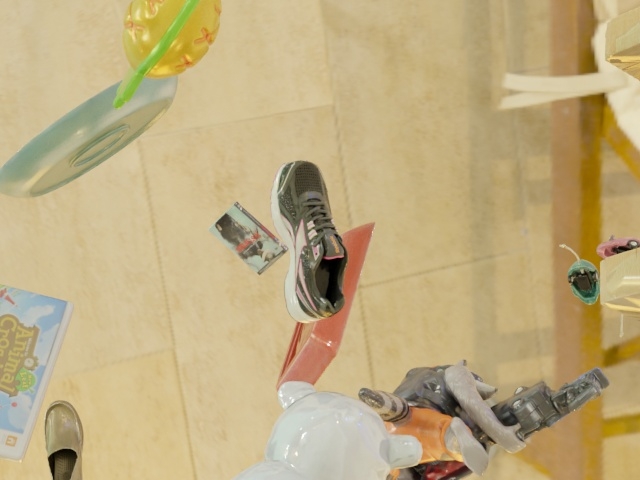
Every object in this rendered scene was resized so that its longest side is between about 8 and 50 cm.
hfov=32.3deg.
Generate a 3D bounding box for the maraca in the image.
[{"bbox_3d":[-0.178,-0.227,1.234,0.099,0.127,0.185,34,110,-15],"label":"maraca"}]

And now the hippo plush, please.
[{"bbox_3d":[-0.054,0.229,0.983,0.294,0.234,0.236,95,22,-43],"label":"hippo plush"}]

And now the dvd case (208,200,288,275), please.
[{"bbox_3d":[-0.121,-0.003,1.852,0.119,0.087,0.013,42,42,-9],"label":"dvd case"}]

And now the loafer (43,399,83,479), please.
[{"bbox_3d":[-0.369,0.299,1.597,0.056,0.050,0.148,-10,68,-11],"label":"loafer"}]

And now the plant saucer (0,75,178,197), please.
[{"bbox_3d":[-0.329,-0.149,1.599,0.318,0.317,0.043,-35,92,-13],"label":"plant saucer"}]

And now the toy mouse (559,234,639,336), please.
[{"bbox_3d":[0.367,0.033,1.408,0.143,0.031,0.161,28,131,-2],"label":"toy mouse"}]

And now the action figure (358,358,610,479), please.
[{"bbox_3d":[0.162,0.204,1.342,0.341,0.330,0.178,-33,86,17],"label":"action figure"}]

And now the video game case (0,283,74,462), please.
[{"bbox_3d":[-0.429,0.150,1.362,0.193,0.023,0.212,15,62,-4],"label":"video game case"}]

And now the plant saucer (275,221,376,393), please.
[{"bbox_3d":[0.000,0.123,1.793,0.048,0.259,0.258,23,54,-7],"label":"plant saucer"}]

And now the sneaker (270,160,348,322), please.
[{"bbox_3d":[0.000,0.000,1.187,0.072,0.077,0.178,-12,94,-30],"label":"sneaker"}]

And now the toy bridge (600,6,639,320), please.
[{"bbox_3d":[0.116,0.019,0.342,0.063,0.026,0.188,21,63,-32],"label":"toy bridge"}]
